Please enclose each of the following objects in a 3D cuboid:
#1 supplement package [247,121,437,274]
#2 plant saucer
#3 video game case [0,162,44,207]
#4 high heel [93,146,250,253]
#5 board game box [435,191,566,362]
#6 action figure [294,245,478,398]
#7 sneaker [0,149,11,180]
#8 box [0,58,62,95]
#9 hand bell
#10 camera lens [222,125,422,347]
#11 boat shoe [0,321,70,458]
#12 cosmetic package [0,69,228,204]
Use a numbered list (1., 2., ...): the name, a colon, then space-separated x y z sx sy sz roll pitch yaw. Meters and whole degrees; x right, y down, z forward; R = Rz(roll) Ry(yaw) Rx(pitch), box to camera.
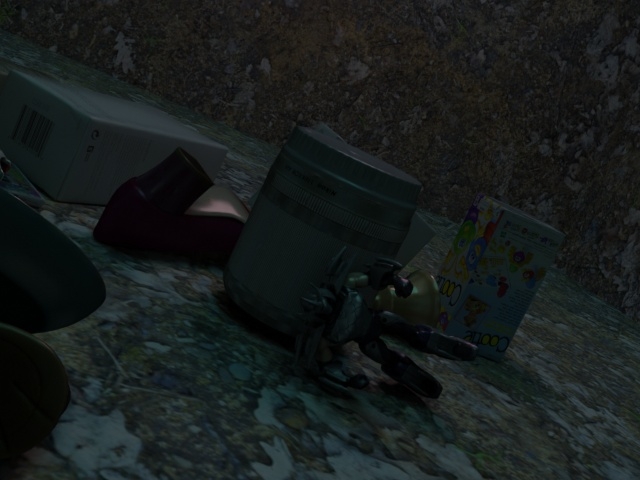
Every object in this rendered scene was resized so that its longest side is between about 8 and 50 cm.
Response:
1. supplement package: 0.036 -0.043 1.437 0.262 0.204 0.145 42 5 -21
2. plant saucer: -0.333 0.002 0.648 0.317 0.044 0.318 15 -27 8
3. video game case: -0.505 -0.100 1.184 0.143 0.019 0.157 15 14 -43
4. high heel: -0.209 -0.010 1.303 0.127 0.181 0.377 52 3 34
5. board game box: 0.327 0.069 1.542 0.144 0.275 0.142 22 11 -16
6. action figure: 0.075 0.120 1.051 0.285 0.185 0.099 29 2 -37
7. sneaker: -0.492 -0.122 1.153 0.075 0.057 0.161 38 1 -30
8. box: -0.590 -0.259 1.456 0.232 0.127 0.148 13 16 -48
9. hand bell: 0.068 0.104 1.345 0.242 0.126 0.126 5 19 -26
10. camera lens: 0.000 0.000 1.153 0.219 0.274 0.219 25 11 -5
11. boat shoe: -0.346 0.062 0.583 0.341 0.123 0.123 20 -8 -7
12. cosmetic package: -0.374 -0.168 1.442 0.217 0.156 0.385 31 11 27
